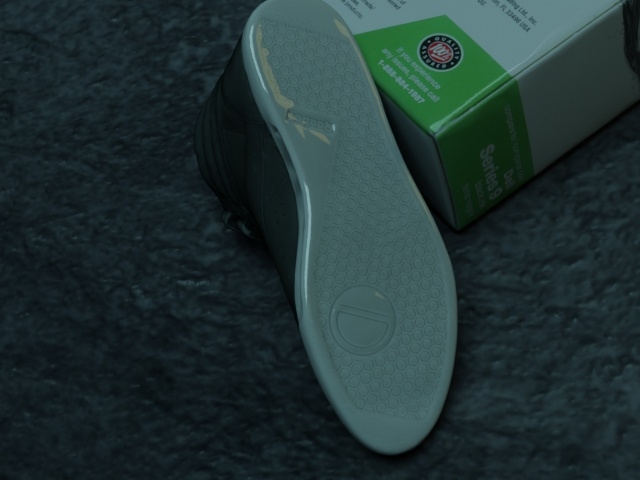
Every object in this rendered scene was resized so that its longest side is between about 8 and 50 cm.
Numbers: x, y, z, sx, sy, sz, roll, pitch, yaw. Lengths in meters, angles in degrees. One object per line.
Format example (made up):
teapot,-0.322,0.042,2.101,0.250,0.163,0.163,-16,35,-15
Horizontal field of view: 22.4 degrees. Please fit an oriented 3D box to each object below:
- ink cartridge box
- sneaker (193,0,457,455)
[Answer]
ink cartridge box,0.139,-0.177,1.120,0.289,0.121,0.211,-35,54,-9
sneaker,0.000,0.000,1.062,0.104,0.147,0.296,-14,82,-21
